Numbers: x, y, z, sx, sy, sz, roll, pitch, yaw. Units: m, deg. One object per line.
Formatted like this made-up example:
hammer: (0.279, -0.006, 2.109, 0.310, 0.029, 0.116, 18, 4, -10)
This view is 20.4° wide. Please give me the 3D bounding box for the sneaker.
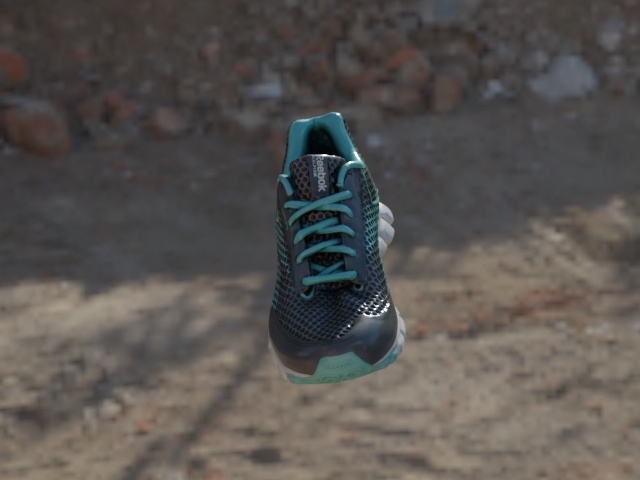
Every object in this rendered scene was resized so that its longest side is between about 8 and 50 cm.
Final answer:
sneaker: (0.000, 0.000, 0.803, 0.065, 0.076, 0.166, -12, 31, 4)
